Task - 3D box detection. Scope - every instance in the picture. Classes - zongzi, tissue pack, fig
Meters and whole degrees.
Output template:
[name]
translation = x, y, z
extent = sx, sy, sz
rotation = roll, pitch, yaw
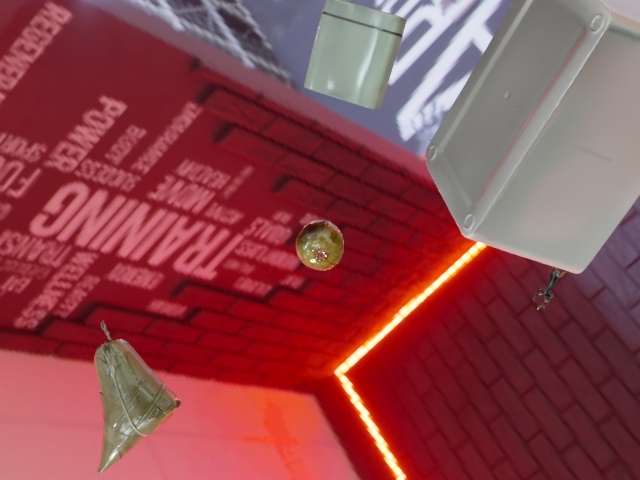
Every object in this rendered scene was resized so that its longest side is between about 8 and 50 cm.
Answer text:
[zongzi]
translation = -0.344, 0.251, 1.624
extent = 0.189, 0.178, 0.081
rotation = 49, -175, -5
[tissue pack]
translation = 0.227, -0.118, 0.965
extent = 0.136, 0.246, 0.159
rotation = 16, -148, -25
[fig]
translation = 0.000, 0.000, 1.036
extent = 0.050, 0.050, 0.083
rotation = 42, -166, -10

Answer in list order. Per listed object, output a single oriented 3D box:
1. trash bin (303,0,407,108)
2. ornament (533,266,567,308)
[trash bin]
translation = 0.047, -0.260, 1.421
extent = 0.116, 0.130, 0.059
rotation = 20, -166, 20
[ornament]
translation = 0.337, 0.044, 1.438
extent = 0.028, 0.125, 0.073
rotation = 36, 161, 1
